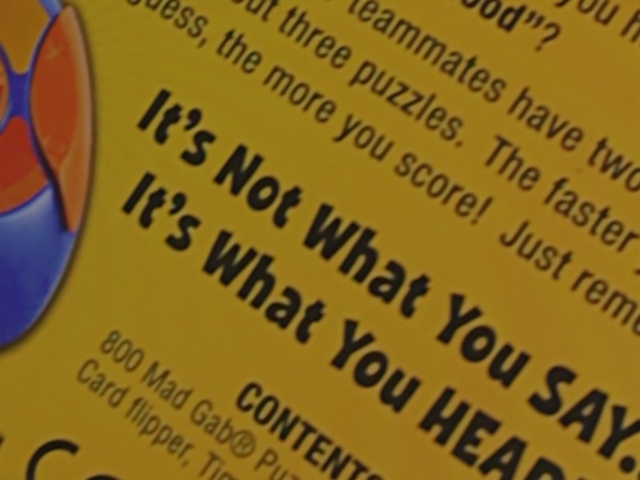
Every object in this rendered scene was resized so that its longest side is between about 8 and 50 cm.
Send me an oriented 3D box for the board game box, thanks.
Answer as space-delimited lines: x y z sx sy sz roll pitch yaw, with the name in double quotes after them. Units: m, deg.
0.000 0.000 0.558 0.356 0.356 0.356 35 -90 23 "board game box"
